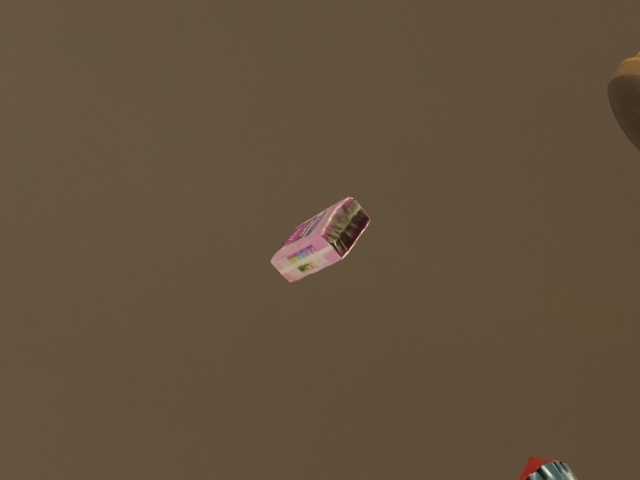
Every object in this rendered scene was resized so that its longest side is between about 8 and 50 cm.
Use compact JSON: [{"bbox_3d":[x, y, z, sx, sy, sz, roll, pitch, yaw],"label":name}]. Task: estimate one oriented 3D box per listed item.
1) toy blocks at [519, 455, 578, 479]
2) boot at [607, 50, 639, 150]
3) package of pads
[{"bbox_3d":[0.207,0.418,1.185,0.190,0.381,0.261,15,-144,-50],"label":"toy blocks"},{"bbox_3d":[0.271,-0.061,0.593,0.305,0.112,0.115,21,-81,-38],"label":"boot"},{"bbox_3d":[0.000,0.000,0.868,0.032,0.083,0.050,47,-125,-11],"label":"package of pads"}]
